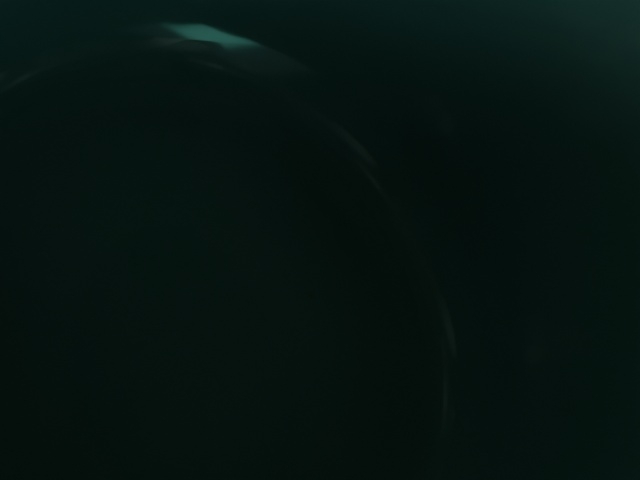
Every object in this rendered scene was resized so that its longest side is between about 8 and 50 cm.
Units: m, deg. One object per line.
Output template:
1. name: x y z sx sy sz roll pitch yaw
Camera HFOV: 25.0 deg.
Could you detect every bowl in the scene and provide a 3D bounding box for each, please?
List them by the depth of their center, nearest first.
1. bowl: -0.003 0.007 0.374 0.311 0.311 0.163 -21 172 -38

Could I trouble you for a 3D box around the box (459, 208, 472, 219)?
1. box: 0.079 -0.102 0.561 0.203 0.168 0.167 -49 158 23
